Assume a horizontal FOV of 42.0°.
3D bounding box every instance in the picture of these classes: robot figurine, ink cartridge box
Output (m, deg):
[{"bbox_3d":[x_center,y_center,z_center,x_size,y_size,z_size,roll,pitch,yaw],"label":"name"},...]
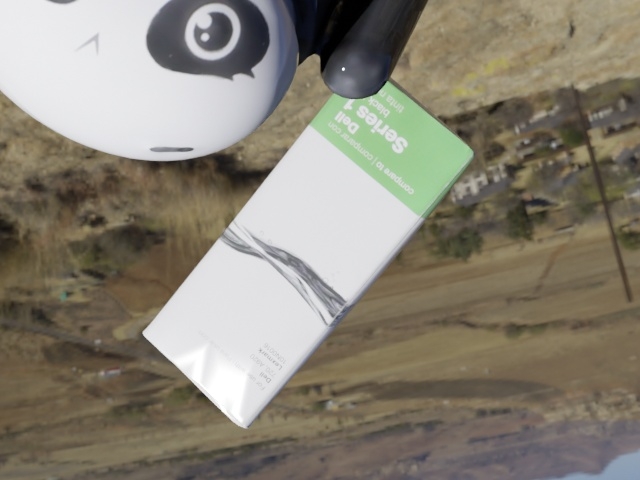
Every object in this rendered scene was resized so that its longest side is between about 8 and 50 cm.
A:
[{"bbox_3d":[-0.058,-0.173,0.399,0.209,0.278,0.173,12,156,25],"label":"robot figurine"},{"bbox_3d":[0.000,0.000,0.563,0.219,0.092,0.160,-50,176,9],"label":"ink cartridge box"}]
